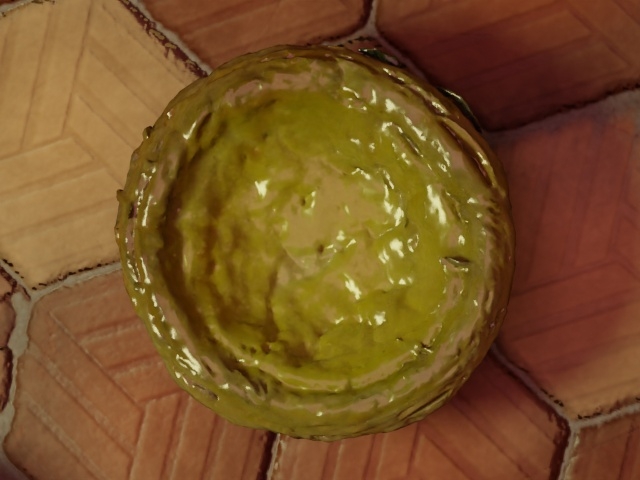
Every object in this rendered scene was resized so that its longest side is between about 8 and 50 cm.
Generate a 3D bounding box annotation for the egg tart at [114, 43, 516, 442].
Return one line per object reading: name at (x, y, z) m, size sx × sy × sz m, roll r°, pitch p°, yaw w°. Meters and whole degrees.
egg tart at (0.000, 0.000, 1.618) m, size 0.345 × 0.132 × 0.345 m, roll 0°, pitch 89°, yaw 11°
